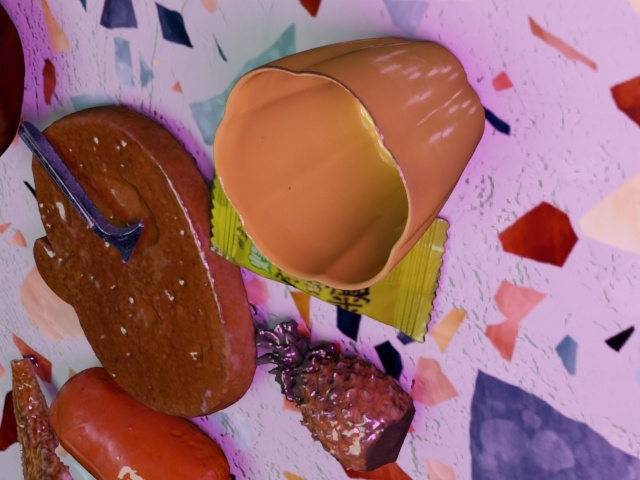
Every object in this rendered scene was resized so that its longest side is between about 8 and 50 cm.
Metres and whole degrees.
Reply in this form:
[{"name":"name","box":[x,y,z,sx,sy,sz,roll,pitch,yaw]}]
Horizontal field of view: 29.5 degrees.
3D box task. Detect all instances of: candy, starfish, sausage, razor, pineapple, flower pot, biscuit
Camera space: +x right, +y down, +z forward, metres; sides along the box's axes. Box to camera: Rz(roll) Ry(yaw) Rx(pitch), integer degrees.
[{"name":"candy","box":[0.000,0.000,1.161,0.246,0.069,0.149,19,129,10]},{"name":"starfish","box":[-0.284,0.392,1.555,0.398,0.132,0.384,17,108,25]},{"name":"sausage","box":[-0.218,0.247,1.451,0.258,0.133,0.133,37,132,22]},{"name":"razor","box":[-0.265,-0.058,1.304,0.190,0.033,0.066,47,135,14]},{"name":"pineapple","box":[0.004,0.148,1.238,0.197,0.108,0.108,38,133,29]},{"name":"flower pot","box":[0.039,-0.083,1.015,0.195,0.179,0.195,20,127,29]},{"name":"biscuit","box":[-0.208,0.027,1.367,0.314,0.063,0.367,-2,112,44]}]

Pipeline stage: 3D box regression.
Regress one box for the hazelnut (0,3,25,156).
[{"name":"hazelnut","box":[-0.419,-0.184,1.326,0.229,0.229,0.229,20,125,30]}]
